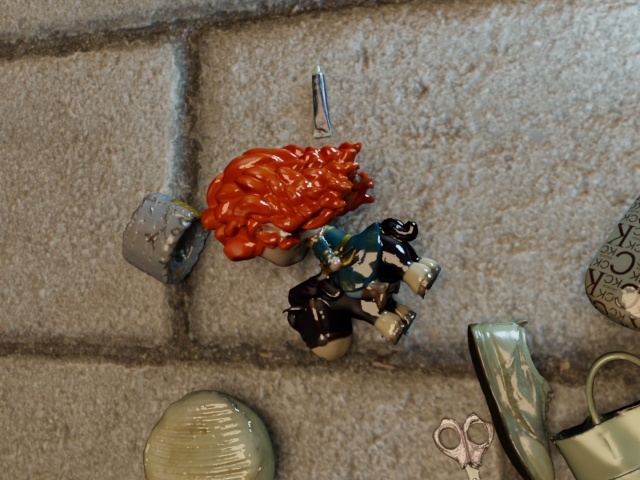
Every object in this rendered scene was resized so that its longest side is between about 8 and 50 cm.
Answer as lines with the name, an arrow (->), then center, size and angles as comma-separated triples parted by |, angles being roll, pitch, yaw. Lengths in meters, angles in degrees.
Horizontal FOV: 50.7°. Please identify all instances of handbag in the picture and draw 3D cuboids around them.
handbag -> 0.477, 0.303, 0.964 | 0.241, 0.109, 0.315 | -29, 81, 11

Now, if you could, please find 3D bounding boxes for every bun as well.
bun -> -0.187, 0.385, 1.174 | 0.239, 0.141, 0.239 | -6, 70, 17

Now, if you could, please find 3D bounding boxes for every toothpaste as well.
toothpaste -> -0.002, -0.260, 1.262 | 0.037, 0.021, 0.140 | -6, 82, 17

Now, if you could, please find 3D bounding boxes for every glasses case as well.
glasses case -> 0.526, -0.025, 0.988 | 0.137, 0.085, 0.354 | 34, 79, 34

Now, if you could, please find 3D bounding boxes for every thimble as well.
thimble -> -0.293, -0.005, 1.269 | 0.118, 0.127, 0.151 | 25, 86, 19

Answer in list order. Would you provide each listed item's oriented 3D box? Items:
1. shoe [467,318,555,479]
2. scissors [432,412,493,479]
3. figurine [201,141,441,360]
shoe -> 0.312, 0.251, 1.049 | 0.098, 0.103, 0.274 | -17, 78, 4
scissors -> 0.247, 0.378, 1.096 | 0.100, 0.015, 0.189 | -15, 79, 14
figurine -> 0.003, 0.011, 1.138 | 0.306, 0.241, 0.411 | -34, 91, 35
